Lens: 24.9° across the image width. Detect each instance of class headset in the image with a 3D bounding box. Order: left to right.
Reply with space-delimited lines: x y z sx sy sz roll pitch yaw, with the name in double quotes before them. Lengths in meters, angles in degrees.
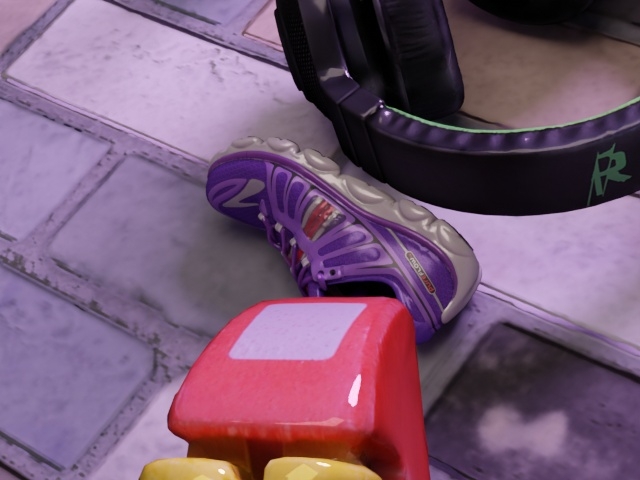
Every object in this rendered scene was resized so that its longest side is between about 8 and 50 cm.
"headset" 0.064 -0.174 0.801 0.243 0.185 0.394 -37 47 -14

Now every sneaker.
"sneaker" 0.000 0.000 0.759 0.170 0.068 0.071 26 68 31

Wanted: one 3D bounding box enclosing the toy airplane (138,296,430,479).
"toy airplane" -0.040 0.207 0.462 0.386 0.272 0.384 -34 51 -12
